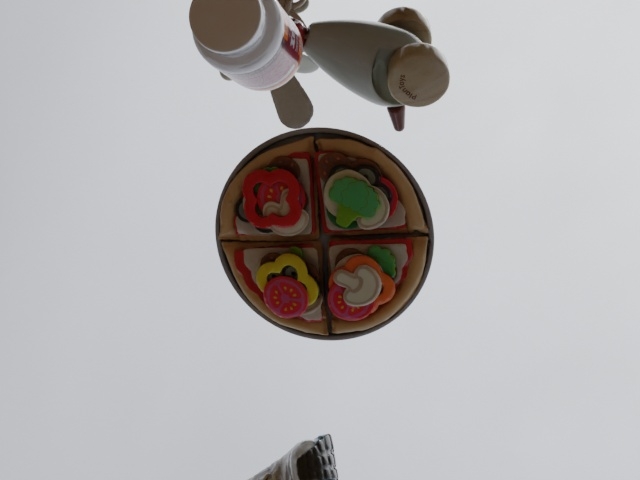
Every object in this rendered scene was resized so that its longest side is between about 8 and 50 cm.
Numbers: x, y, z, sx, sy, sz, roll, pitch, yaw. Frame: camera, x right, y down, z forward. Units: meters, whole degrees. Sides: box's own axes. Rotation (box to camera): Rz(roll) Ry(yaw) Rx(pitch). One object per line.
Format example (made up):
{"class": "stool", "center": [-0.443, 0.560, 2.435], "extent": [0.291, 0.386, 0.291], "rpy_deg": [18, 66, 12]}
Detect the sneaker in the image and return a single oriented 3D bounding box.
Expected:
{"class": "sneaker", "center": [-0.034, 0.184, 0.562], "extent": [0.083, 0.190, 0.071], "rpy_deg": [3, -124, -8]}

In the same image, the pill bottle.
{"class": "pill bottle", "center": [-0.070, -0.193, 0.793], "extent": [0.086, 0.152, 0.086], "rpy_deg": [0, -89, 9]}

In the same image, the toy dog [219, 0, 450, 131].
{"class": "toy dog", "center": [0.014, -0.230, 1.163], "extent": [0.334, 0.161, 0.220], "rpy_deg": [16, -141, 13]}

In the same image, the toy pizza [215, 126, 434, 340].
{"class": "toy pizza", "center": [0.000, 0.000, 0.752], "extent": [0.201, 0.032, 0.201], "rpy_deg": [3, -73, 10]}
